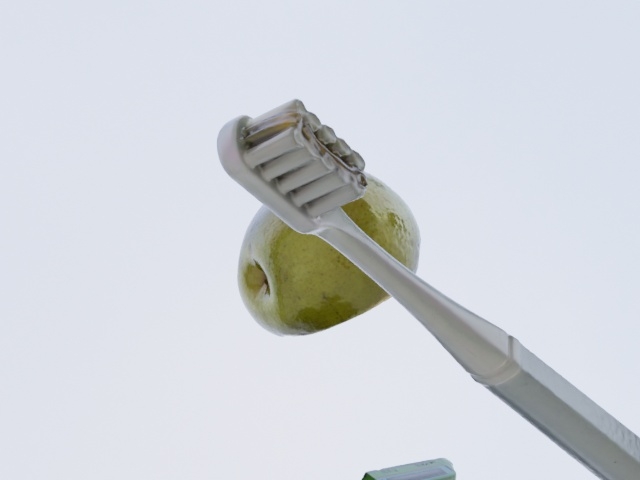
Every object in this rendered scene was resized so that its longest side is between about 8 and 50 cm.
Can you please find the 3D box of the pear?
[{"bbox_3d":[0.000,0.000,0.968,0.141,0.141,0.104,-24,-79,-6],"label":"pear"}]

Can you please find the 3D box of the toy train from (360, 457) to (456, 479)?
[{"bbox_3d":[0.111,0.285,1.521,0.209,0.042,0.044,5,-66,-57],"label":"toy train"}]

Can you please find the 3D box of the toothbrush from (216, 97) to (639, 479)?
[{"bbox_3d":[0.081,0.052,0.495,0.030,0.025,0.342,-22,-45,31],"label":"toothbrush"}]
